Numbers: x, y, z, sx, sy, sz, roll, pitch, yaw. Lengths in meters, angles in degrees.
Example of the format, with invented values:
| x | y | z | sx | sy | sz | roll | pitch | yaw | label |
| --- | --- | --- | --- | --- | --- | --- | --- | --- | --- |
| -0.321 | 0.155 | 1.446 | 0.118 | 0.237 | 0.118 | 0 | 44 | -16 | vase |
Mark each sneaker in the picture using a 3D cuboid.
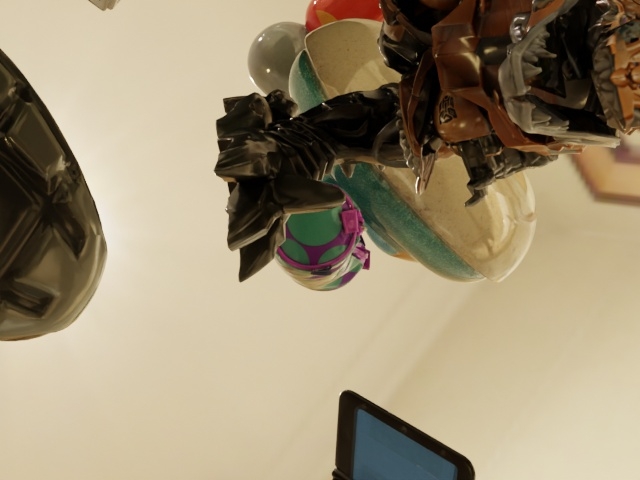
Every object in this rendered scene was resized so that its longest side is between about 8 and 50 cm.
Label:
| x | y | z | sx | sy | sz | roll | pitch | yaw | label |
| --- | --- | --- | --- | --- | --- | --- | --- | --- | --- |
| -0.187 | -0.051 | 0.605 | 0.267 | 0.106 | 0.101 | 32 | -100 | 6 | sneaker |

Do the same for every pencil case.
| x | y | z | sx | sy | sz | roll | pitch | yaw | label |
| --- | --- | --- | --- | --- | --- | --- | --- | --- | --- |
| 0.000 | 0.000 | 1.230 | 0.152 | 0.070 | 0.064 | 67 | -153 | -83 | pencil case |

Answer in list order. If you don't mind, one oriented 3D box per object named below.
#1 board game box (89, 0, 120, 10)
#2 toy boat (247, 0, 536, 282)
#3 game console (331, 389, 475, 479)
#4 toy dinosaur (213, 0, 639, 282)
| x | y | z | sx | sy | sz | roll | pitch | yaw | label |
| --- | --- | --- | --- | --- | --- | --- | --- | --- | --- |
| -0.047 | -0.260 | 0.882 | 0.053 | 0.305 | 0.193 | 37 | -116 | -2 | board game box |
| 0.042 | -0.090 | 1.342 | 0.148 | 0.318 | 0.267 | -37 | -45 | 13 | toy boat |
| 0.033 | 0.175 | 1.104 | 0.107 | 0.122 | 0.071 | -48 | -43 | -17 | game console |
| 0.059 | -0.084 | 0.691 | 0.218 | 0.322 | 0.164 | -11 | -93 | 1 | toy dinosaur |
